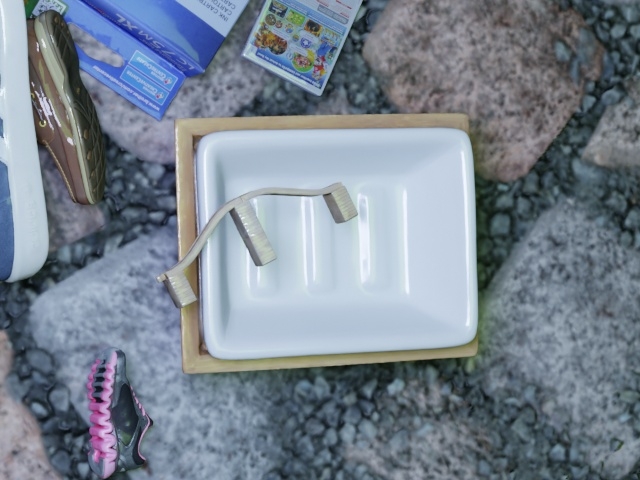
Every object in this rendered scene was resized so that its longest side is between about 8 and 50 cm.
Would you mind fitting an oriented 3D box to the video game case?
[{"bbox_3d":[-0.014,-0.210,1.876,0.087,0.011,0.122,27,80,-20],"label":"video game case"}]

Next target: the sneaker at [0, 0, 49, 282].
[{"bbox_3d":[-0.332,-0.129,1.687,0.148,0.131,0.350,-10,93,-26],"label":"sneaker"}]

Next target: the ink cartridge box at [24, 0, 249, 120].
[{"bbox_3d":[-0.133,-0.286,1.806,0.186,0.065,0.311,35,79,-17],"label":"ink cartridge box"}]

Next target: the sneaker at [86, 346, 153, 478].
[{"bbox_3d":[-0.180,0.155,1.794,0.057,0.047,0.119,-1,97,-28],"label":"sneaker"}]

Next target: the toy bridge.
[{"bbox_3d":[-0.061,-0.008,1.721,0.188,0.026,0.063,-27,97,-18],"label":"toy bridge"}]

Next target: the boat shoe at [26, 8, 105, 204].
[{"bbox_3d":[-0.238,-0.115,1.768,0.060,0.064,0.178,-13,103,12],"label":"boat shoe"}]

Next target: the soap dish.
[{"bbox_3d":[0.000,0.000,1.823,0.291,0.118,0.228,-2,90,-21],"label":"soap dish"}]
